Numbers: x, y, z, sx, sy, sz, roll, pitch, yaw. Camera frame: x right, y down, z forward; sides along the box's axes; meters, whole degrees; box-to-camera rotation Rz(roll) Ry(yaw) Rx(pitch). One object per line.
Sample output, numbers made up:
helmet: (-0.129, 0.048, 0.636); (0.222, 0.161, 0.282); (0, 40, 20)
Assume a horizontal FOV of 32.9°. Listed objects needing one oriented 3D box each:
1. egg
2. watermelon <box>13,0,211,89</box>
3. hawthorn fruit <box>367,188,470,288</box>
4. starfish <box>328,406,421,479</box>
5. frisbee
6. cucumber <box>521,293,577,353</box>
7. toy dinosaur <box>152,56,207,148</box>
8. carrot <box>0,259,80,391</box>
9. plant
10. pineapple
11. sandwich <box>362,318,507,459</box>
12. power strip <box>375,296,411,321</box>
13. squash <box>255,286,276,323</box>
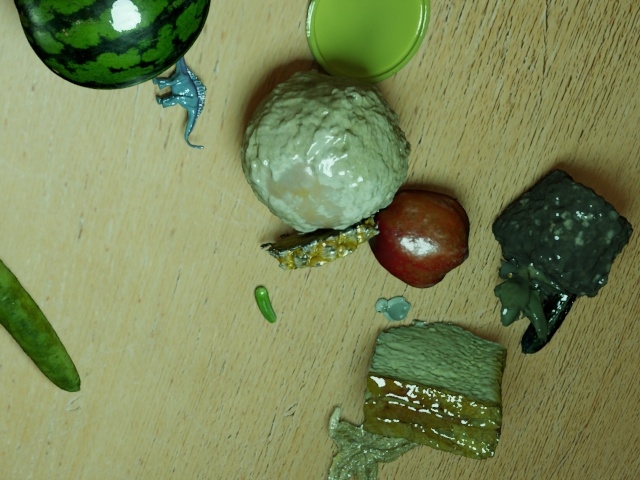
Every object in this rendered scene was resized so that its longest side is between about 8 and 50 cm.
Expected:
egg: (0.007, -0.144, 1.781); (0.310, 0.279, 0.279); (-9, 122, -53)
watermelon: (-0.290, -0.358, 1.494); (0.285, 0.285, 0.285); (-12, 120, -22)
hawthorn fruit: (0.170, -0.015, 1.991); (0.202, 0.185, 0.185); (30, 99, -18)
starfish: (0.098, 0.450, 2.253); (0.299, 0.060, 0.302); (15, 101, -39)
frisbee: (0.082, -0.378, 1.842); (0.236, 0.017, 0.236); (-12, 119, -22)
cucumber: (0.499, 0.144, 2.298); (0.067, 0.067, 0.245); (17, 105, -33)
toy dinosaur: (-0.224, -0.237, 1.740); (0.080, 0.045, 0.197); (-18, 113, -22)
carrot: (-0.489, 0.136, 1.782); (0.074, 0.074, 0.359); (-34, 127, -8)
plant: (0.445, 0.033, 2.126); (0.215, 0.213, 0.312); (30, 102, -39)
pineapple: (0.000, 0.000, 1.888); (0.221, 0.221, 0.047); (-22, 102, -16)
sandwich: (0.221, 0.273, 2.090); (0.262, 0.325, 0.131); (12, 113, 6)
power strip: (0.146, 0.137, 2.132); (0.083, 0.035, 0.055); (16, 107, -35)
squash: (-0.102, 0.121, 2.000); (0.027, 0.027, 0.089); (-26, 127, -13)
